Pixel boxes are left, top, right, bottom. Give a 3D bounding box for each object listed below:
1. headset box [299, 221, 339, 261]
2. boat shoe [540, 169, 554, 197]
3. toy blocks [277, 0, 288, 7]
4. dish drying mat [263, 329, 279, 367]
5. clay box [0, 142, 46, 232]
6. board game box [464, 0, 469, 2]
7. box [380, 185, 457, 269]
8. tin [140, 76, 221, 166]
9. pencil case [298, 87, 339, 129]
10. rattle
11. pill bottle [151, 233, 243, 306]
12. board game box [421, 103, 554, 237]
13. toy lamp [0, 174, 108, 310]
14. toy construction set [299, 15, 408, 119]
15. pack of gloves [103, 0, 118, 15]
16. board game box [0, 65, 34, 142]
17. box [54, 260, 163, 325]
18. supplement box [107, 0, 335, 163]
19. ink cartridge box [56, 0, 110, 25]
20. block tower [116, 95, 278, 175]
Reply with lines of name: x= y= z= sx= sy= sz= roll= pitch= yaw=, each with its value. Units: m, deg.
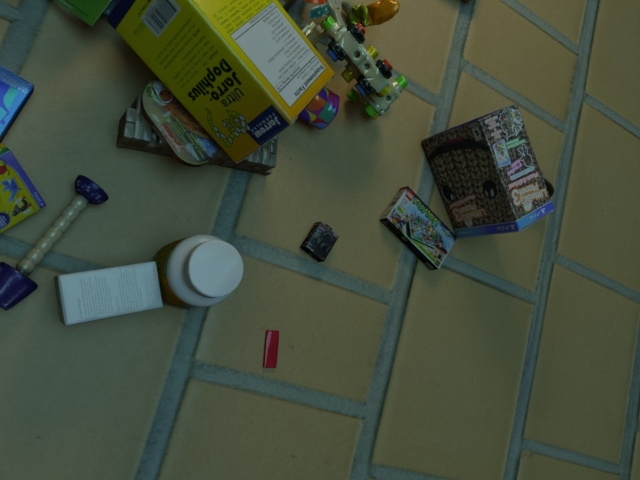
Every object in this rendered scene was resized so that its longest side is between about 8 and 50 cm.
headset box: x=0.000 y=0.000 z=1.359 sx=0.062 sy=0.032 sz=0.083 roll=40 pitch=70 yaw=-19
boat shoe: x=0.551 y=-0.222 z=1.649 sx=0.302 sy=0.109 sz=0.098 roll=33 pitch=31 yaw=-21
toy blocks: x=-0.150 y=-0.637 z=1.272 sx=0.260 sy=0.190 sz=0.382 roll=38 pitch=58 yaw=-11
dish drying mat: x=-0.111 y=0.245 z=1.290 sx=0.032 sy=0.008 sz=0.084 roll=8 pitch=82 yaw=-27
clay box: x=-0.614 y=-0.056 z=0.991 sx=0.222 sy=0.053 sz=0.128 roll=-41 pitch=136 yaw=-26
board game box: x=0.325 y=-0.927 z=1.612 sx=0.389 sy=0.050 sz=0.391 roll=21 pitch=75 yaw=-25
box: x=0.259 y=-0.031 z=1.500 sx=0.207 sy=0.036 sz=0.114 roll=42 pitch=68 yaw=-18
tin: x=-0.276 y=-0.232 z=1.128 sx=0.106 sy=0.040 sz=0.190 roll=-40 pitch=102 yaw=-29
pencil case: x=-0.070 y=-0.347 z=1.321 sx=0.236 sy=0.104 sz=0.105 roll=26 pitch=74 yaw=-22
rattle: x=0.073 y=-0.558 z=1.366 sx=0.199 sy=0.142 sz=0.130 roll=25 pitch=75 yaw=-48
pill bottle: x=-0.239 y=0.059 z=1.103 sx=0.136 sy=0.245 sz=0.137 roll=3 pitch=84 yaw=-28
board game box: x=0.431 y=-0.172 z=1.495 sx=0.141 sy=0.232 sz=0.291 roll=-26 pitch=97 yaw=-27
toy lamp: x=-0.508 y=0.005 z=1.062 sx=0.080 sy=0.080 sz=0.275 roll=42 pitch=67 yaw=-19
toy construction set: x=0.071 y=-0.418 z=1.346 sx=0.327 sy=0.215 sz=0.151 roll=30 pitch=104 yaw=-21
pack of gloves: x=-0.373 y=-0.516 z=1.211 sx=0.232 sy=0.046 sz=0.195 roll=32 pitch=70 yaw=-11
board game box: x=-0.645 y=-0.233 z=1.025 sx=0.160 sy=0.047 sz=0.210 roll=31 pitch=72 yaw=-23
box: x=-0.402 y=0.098 z=1.078 sx=0.170 sy=0.130 sz=0.091 roll=-9 pitch=90 yaw=-28
supplement box: x=-0.180 y=-0.364 z=1.084 sx=0.357 sy=0.195 sz=0.194 roll=48 pitch=48 yaw=-16
ink cartridge box: x=-0.437 y=-0.565 z=1.058 sx=0.188 sy=0.097 sz=0.255 roll=36 pitch=91 yaw=5
block tower: x=-0.246 y=-0.218 z=1.213 sx=0.335 sy=0.097 sz=0.091 roll=8 pitch=82 yaw=-29
